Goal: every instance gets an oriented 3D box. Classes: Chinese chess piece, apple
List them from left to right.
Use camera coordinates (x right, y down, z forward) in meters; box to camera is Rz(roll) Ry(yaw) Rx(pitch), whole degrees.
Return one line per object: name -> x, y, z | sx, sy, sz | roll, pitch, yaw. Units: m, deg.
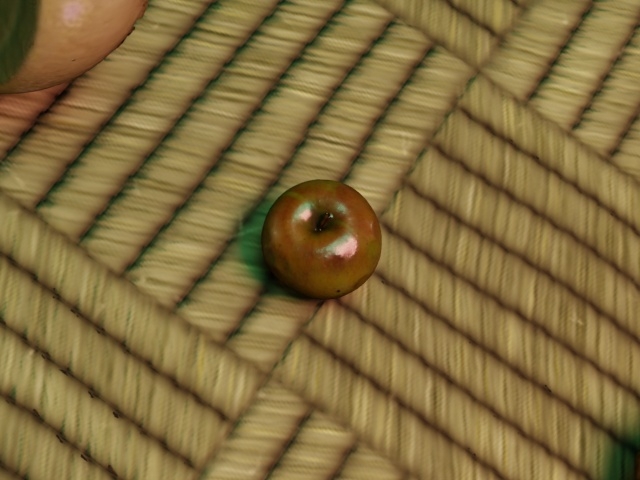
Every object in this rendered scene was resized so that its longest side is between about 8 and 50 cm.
Chinese chess piece -> -0.227, -0.229, 1.160 | 0.104, 0.257, 0.257 | -28, 76, -38
apple -> 0.000, 0.000, 1.223 | 0.089, 0.074, 0.090 | 5, 64, -11

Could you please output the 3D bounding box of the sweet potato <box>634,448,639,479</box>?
sweet potato -> 0.399, 0.124, 1.245 | 0.369, 0.158, 0.158 | -16, 71, -34
